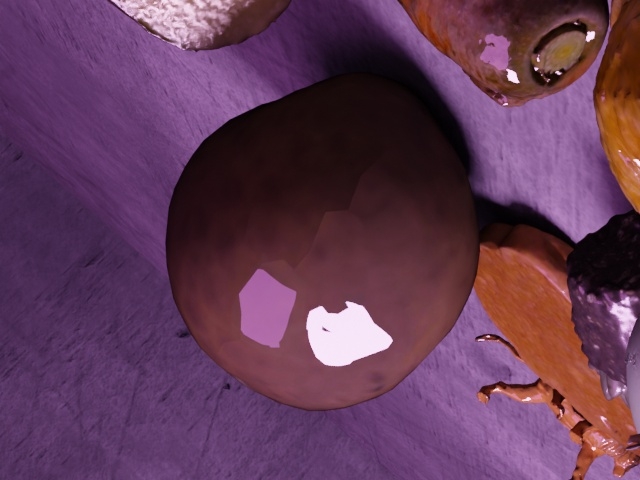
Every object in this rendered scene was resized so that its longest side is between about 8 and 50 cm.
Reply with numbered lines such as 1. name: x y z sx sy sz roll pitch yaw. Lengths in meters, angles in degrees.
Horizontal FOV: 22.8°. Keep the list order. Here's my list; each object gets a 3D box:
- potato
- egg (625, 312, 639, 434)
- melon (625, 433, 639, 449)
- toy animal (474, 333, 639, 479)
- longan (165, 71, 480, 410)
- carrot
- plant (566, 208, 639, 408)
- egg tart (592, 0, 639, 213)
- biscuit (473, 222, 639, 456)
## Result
1. potato: -0.162 -0.322 1.682 0.272 0.160 0.111 34 -153 -31
2. egg: 0.368 0.139 1.343 0.282 0.203 0.203 52 165 -29
3. melon: 0.376 0.179 1.102 0.330 0.268 0.268 17 157 19
4. toy animal: 0.297 0.195 1.984 0.255 0.116 0.114 47 144 16
5. longan: 0.000 0.000 1.750 0.336 0.404 0.404 11 175 -16
6. carrot: 0.100 -0.230 1.233 0.302 0.139 0.138 50 170 26
7. plant: 0.309 0.073 1.487 0.129 0.132 0.194 36 159 47
8. egg tart: 0.308 -0.062 1.063 0.339 0.153 0.351 43 169 -4
9. biscuit: 0.303 0.118 1.781 0.351 0.057 0.312 43 166 17
